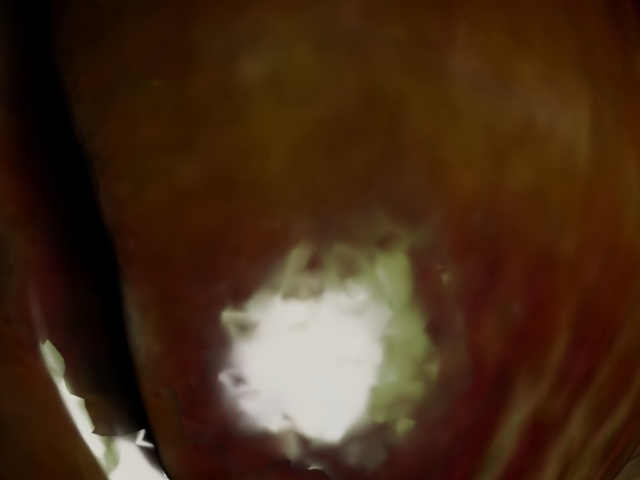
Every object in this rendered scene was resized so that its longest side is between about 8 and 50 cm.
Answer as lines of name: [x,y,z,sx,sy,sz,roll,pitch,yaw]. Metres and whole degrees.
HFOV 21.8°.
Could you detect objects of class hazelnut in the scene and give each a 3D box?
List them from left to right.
hazelnut: [0.000,0.000,0.779,0.402,0.402,0.429,-42,145,-15]
